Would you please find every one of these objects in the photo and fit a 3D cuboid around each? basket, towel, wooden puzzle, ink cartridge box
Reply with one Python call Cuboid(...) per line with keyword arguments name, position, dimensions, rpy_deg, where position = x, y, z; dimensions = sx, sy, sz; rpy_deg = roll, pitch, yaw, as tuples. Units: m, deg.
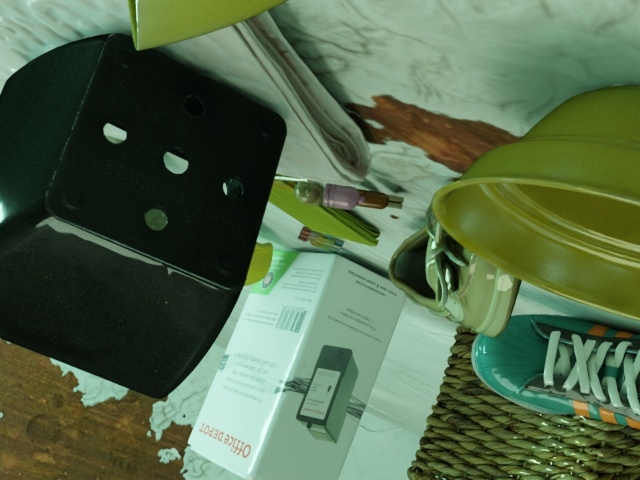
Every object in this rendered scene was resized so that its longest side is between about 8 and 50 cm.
Cuboid(name="basket", position=(0.289, 0.248, 1.260), dimensions=(0.213, 0.223, 0.299), rpy_deg=(29, 165, -32))
Cuboid(name="towel", position=(-0.041, -0.054, 0.992), dimensions=(0.102, 0.021, 0.237), rpy_deg=(17, 169, 41))
Cuboid(name="towel", position=(-0.154, -0.141, 0.724), dimensions=(0.331, 0.053, 0.317), rpy_deg=(15, 165, 23))
Cuboid(name="wooden puzzle", position=(0.000, 0.000, 1.173), dimensions=(0.049, 0.006, 0.083), rpy_deg=(21, 168, -2))
Cuboid(name="ink cartridge box", position=(-0.031, 0.158, 1.262), dimensions=(0.114, 0.273, 0.198), rpy_deg=(27, 169, -26))

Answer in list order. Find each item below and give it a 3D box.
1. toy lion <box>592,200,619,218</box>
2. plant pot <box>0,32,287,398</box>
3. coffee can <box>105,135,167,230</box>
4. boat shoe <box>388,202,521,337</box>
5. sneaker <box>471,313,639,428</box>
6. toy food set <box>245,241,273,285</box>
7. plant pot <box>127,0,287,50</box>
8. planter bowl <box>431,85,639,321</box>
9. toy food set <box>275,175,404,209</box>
Cuboid(name="toy lion", position=(0.233, -0.013, 0.694), dimensions=(0.100, 0.034, 0.096), rpy_deg=(16, 174, 21))
Cuboid(name="plant pot", position=(-0.126, -0.026, 0.675), dimensions=(0.188, 0.187, 0.167), rpy_deg=(25, 152, -21))
Cuboid(name="coffee can", position=(-0.324, -0.043, 1.063), dimensions=(0.275, 0.202, 0.201), rpy_deg=(16, 167, 22))
Cuboid(name="boat shoe", position=(0.111, 0.022, 0.860), dimensions=(0.089, 0.105, 0.285), rpy_deg=(18, 168, 1))
Cuboid(name="sneaker", position=(0.307, 0.133, 1.035), dimensions=(0.302, 0.108, 0.121), rpy_deg=(13, 167, -1))
Cuboid(name="toy food set", position=(-0.155, -0.019, 1.235), dimensions=(0.218, 0.071, 0.128), rpy_deg=(26, 143, -30))
Cuboid(name="plant pot", position=(-0.028, -0.142, 0.385), dimensions=(0.095, 0.134, 0.134), rpy_deg=(-7, 172, -11))
Cuboid(name="planter bowl", position=(0.179, -0.025, 0.580), dimensions=(0.217, 0.090, 0.217), rpy_deg=(20, 168, 4))
Cuboid(name="toy food set", position=(0.022, -0.035, 0.873), dimensions=(0.122, 0.019, 0.078), rpy_deg=(9, 180, -36))
